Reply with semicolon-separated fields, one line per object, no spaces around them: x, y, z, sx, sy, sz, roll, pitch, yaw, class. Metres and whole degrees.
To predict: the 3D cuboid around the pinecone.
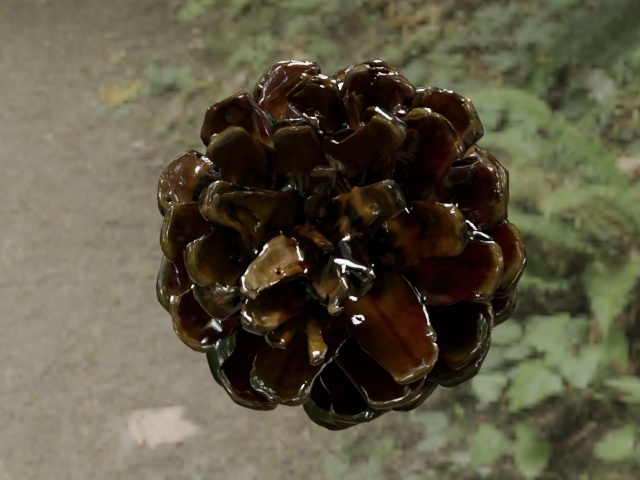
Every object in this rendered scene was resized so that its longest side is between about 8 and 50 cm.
0.002;-0.001;0.551;0.140;0.140;0.121;6;-4;14;pinecone
